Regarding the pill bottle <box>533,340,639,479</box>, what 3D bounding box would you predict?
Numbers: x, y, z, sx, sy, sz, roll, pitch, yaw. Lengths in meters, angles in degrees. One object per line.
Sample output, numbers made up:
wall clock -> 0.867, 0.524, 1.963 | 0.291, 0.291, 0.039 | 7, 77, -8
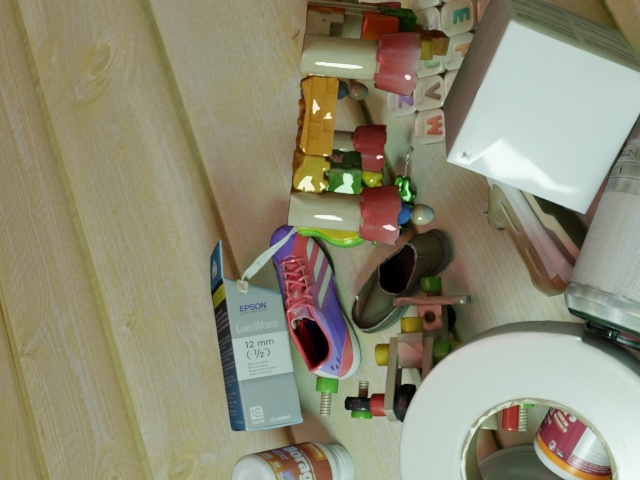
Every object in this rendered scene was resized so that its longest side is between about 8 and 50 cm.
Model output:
pill bottle -> 0.398, 0.226, 1.416 | 0.121, 0.121, 0.221 | 42, 120, 38

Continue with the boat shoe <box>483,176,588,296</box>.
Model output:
boat shoe -> 0.297, -0.054, 1.522 | 0.103, 0.113, 0.302 | -45, 60, 31

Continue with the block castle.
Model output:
block castle -> 0.071, -0.203, 1.537 | 0.453, 0.212, 0.303 | -88, 3, -71

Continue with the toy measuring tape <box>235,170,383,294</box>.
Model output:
toy measuring tape -> 0.000, 0.000, 1.780 | 0.330, 0.121, 0.121 | -46, 52, -4

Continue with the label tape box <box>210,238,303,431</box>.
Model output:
label tape box -> -0.131, 0.181, 1.914 | 0.249, 0.115, 0.348 | 138, 125, -75

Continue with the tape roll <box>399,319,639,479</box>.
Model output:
tape roll -> 0.298, 0.301, 1.361 | 0.392, 0.072, 0.392 | 4, 101, 22

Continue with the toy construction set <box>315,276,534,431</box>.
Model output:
toy construction set -> 0.191, 0.166, 1.563 | 0.308, 0.257, 0.237 | -4, 78, 46

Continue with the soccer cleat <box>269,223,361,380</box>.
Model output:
soccer cleat -> -0.026, 0.106, 1.856 | 0.108, 0.116, 0.318 | -31, 69, 24

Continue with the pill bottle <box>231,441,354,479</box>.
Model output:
pill bottle -> -0.045, 0.430, 1.828 | 0.121, 0.216, 0.121 | 3, 94, 46

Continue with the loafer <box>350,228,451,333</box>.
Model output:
loafer -> 0.119, 0.070, 1.734 | 0.251, 0.087, 0.094 | -53, 55, 34

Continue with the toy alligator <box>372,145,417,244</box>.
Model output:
toy alligator -> 0.141, -0.068, 1.737 | 0.051, 0.056, 0.190 | 22, 112, 0

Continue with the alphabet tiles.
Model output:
alphabet tiles -> 0.206, -0.306, 1.677 | 0.278, 0.021, 0.284 | -4, 88, 47

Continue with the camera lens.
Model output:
camera lens -> 0.444, 0.009, 1.255 | 0.219, 0.219, 0.274 | 21, 90, 45

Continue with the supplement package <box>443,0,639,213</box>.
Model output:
supplement package -> 0.295, -0.199, 1.368 | 0.263, 0.198, 0.199 | -76, 8, -66

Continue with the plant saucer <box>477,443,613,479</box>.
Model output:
plant saucer -> 0.314, 0.510, 1.509 | 0.400, 0.100, 0.401 | -4, 85, 44
